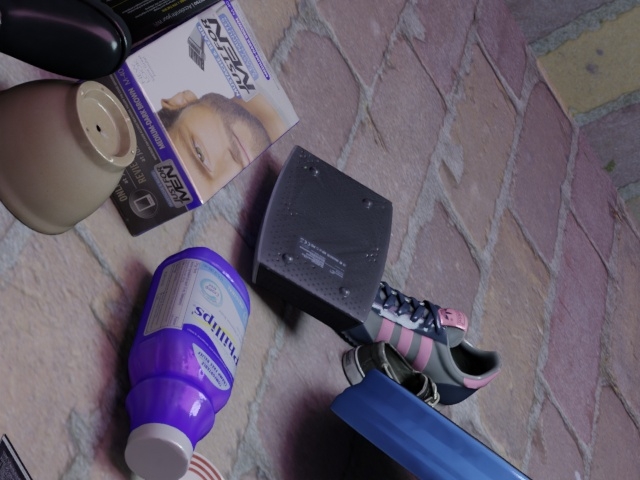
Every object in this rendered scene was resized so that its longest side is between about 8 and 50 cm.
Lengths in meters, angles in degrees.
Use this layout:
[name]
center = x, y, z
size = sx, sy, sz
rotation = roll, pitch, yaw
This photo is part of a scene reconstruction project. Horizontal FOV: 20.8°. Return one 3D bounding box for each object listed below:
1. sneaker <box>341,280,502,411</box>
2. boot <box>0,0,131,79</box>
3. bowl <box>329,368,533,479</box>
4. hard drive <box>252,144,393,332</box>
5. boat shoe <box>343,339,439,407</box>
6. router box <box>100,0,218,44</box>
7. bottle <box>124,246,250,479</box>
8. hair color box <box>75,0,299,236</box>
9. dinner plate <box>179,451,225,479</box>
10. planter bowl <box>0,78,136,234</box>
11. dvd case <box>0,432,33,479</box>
[sneaker]
center = 0.119, 0.104, 2.319
size = 0.319, 0.131, 0.112
rotation = 43, 33, -35
[boot]
center = -0.324, -0.188, 1.681
size = 0.247, 0.094, 0.207
rotation = 25, 34, -4
[bowl]
center = 0.188, 0.287, 2.088
size = 0.391, 0.077, 0.391
rotation = 37, -4, 3
[hard drive]
center = 0.000, 0.000, 2.204
size = 0.172, 0.054, 0.254
rotation = 31, 37, -12
[boat shoe]
center = 0.117, 0.211, 2.295
size = 0.219, 0.070, 0.077
rotation = 47, 31, -35
[router box]
center = -0.197, -0.314, 2.017
size = 0.133, 0.179, 0.046
rotation = 53, 30, -27
[bottle]
center = -0.145, 0.131, 1.828
size = 0.118, 0.092, 0.283
rotation = 53, 28, -28
[hair color box]
center = -0.157, -0.155, 2.043
size = 0.185, 0.110, 0.339
rotation = 62, 27, -10
[dinner plate]
center = -0.129, 0.287, 1.812
size = 0.141, 0.017, 0.141
rotation = 44, 32, -37
[planter bowl]
center = -0.259, -0.101, 1.791
size = 0.162, 0.109, 0.162
rotation = 45, 31, -38
[dvd case]
center = -0.250, 0.265, 1.494
size = 0.164, 0.018, 0.221
rotation = 61, 1, -9
